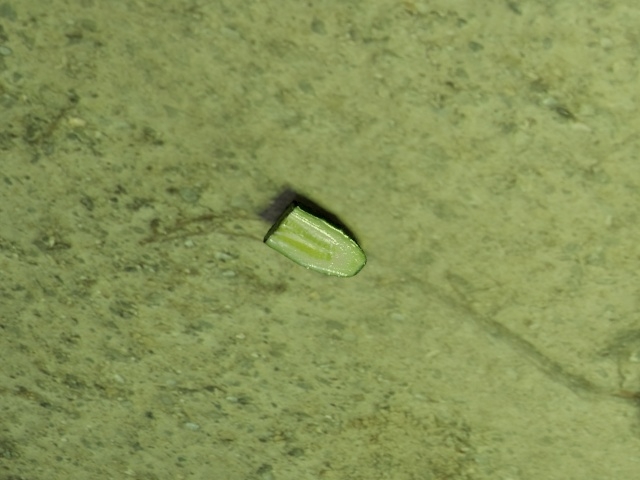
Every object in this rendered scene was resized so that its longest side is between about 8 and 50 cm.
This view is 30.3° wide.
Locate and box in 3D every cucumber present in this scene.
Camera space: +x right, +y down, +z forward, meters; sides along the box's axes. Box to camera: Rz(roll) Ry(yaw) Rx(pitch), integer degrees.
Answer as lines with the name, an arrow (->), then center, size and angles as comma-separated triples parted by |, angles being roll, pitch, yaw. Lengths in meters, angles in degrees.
cucumber -> 0.000, 0.000, 1.297 | 0.107, 0.035, 0.067 | 31, 119, -15
